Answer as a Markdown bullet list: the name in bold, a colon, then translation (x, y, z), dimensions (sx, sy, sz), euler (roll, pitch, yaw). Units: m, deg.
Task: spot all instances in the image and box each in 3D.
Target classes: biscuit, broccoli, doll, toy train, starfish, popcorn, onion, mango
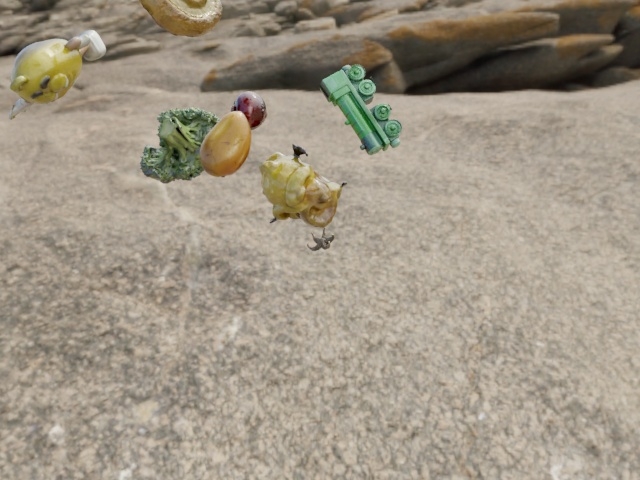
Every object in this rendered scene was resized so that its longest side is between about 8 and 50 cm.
- **biscuit**: translation (-0.415, -0.708, 1.754), dimensions (0.091, 0.274, 0.213), euler (-18, 45, 42)
- **broccoli**: translation (-0.575, -0.404, 2.414), dimensions (0.375, 0.302, 0.249), euler (-35, 52, -2)
- **doll**: translation (-0.831, -0.526, 1.869), dimensions (0.348, 0.161, 0.423), euler (-23, 31, 50)
- **toy train**: translation (0.106, -0.330, 1.536), dimensions (0.119, 0.251, 0.085), euler (-30, -9, -8)
- **starfish**: translation (0.000, 0.000, 1.745), dimensions (0.078, 0.028, 0.091), euler (-51, 46, -5)
- **popcorn**: translation (-0.082, -0.166, 2.087), dimensions (0.281, 0.316, 0.297), euler (-50, 6, 2)
- **onion**: translation (-0.236, -0.427, 1.992), dimensions (0.131, 0.131, 0.131), euler (-3, 29, 2)
- **mango**: translation (-0.291, -0.301, 1.886), dimensions (0.145, 0.219, 0.112), euler (27, 4, -2)
